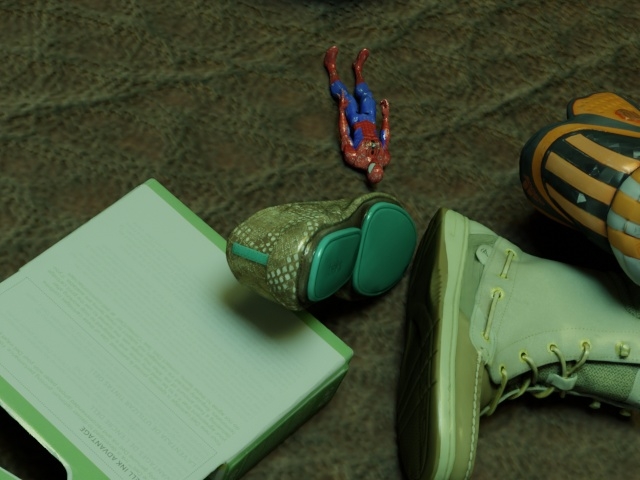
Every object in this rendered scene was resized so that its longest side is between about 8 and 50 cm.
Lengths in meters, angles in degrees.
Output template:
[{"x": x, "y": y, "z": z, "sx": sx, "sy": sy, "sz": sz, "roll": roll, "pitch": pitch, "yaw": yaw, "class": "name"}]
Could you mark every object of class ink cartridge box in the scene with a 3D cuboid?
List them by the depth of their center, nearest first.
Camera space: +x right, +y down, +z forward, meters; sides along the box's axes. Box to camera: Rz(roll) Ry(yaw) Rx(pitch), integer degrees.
[{"x": -0.117, "y": 0.081, "z": 1.045, "sx": 0.171, "sy": 0.056, "sz": 0.235, "roll": 41, "pitch": 51, "yaw": 14, "class": "ink cartridge box"}]

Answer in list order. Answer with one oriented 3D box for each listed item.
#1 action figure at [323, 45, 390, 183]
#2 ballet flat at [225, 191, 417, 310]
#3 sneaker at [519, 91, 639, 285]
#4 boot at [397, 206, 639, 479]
[{"x": 0.027, "y": -0.085, "z": 1.259, "sx": 0.038, "sy": 0.030, "sz": 0.115, "roll": 6, "pitch": 52, "yaw": -24, "class": "action figure"}, {"x": 0.000, "y": 0.000, "z": 1.107, "sx": 0.067, "sy": 0.073, "sz": 0.206, "roll": 17, "pitch": 5, "yaw": 18, "class": "ballet flat"}, {"x": 0.267, "y": -0.027, "z": 1.238, "sx": 0.321, "sy": 0.125, "sz": 0.180, "roll": 19, "pitch": 13, "yaw": -37, "class": "sneaker"}, {"x": 0.134, "y": 0.080, "z": 1.130, "sx": 0.165, "sy": 0.077, "sz": 0.213, "roll": 17, "pitch": 43, "yaw": -9, "class": "boot"}]
